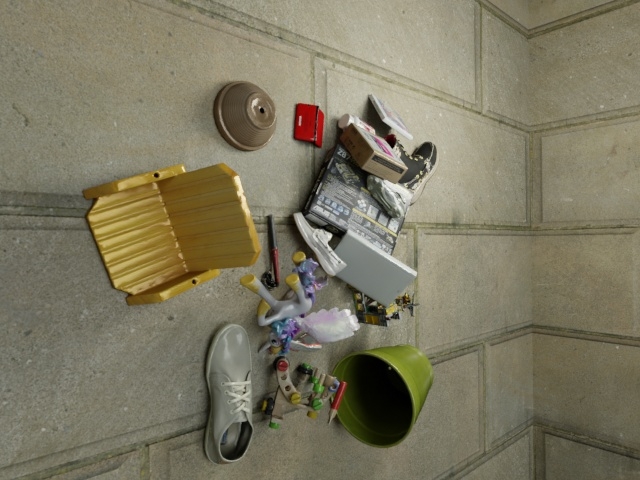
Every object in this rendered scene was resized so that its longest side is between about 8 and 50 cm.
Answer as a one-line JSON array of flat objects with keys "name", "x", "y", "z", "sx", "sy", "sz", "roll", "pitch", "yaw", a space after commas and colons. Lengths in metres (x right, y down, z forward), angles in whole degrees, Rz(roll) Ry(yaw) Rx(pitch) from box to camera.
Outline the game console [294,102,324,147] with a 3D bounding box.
[{"name": "game console", "x": -0.042, "y": -0.443, "z": 1.769, "sx": 0.124, "sy": 0.085, "sz": 0.143, "roll": 5, "pitch": 84, "yaw": -11}]

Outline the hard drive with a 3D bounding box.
[{"name": "hard drive", "x": 0.183, "y": 0.112, "z": 1.759, "sx": 0.308, "sy": 0.203, "sz": 0.040, "roll": 32, "pitch": 35, "yaw": -4}]

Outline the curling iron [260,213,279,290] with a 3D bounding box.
[{"name": "curling iron", "x": -0.174, "y": 0.043, "z": 1.624, "sx": 0.068, "sy": 0.035, "sz": 0.273, "roll": 4, "pitch": 87, "yaw": -43}]

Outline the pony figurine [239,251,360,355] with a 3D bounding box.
[{"name": "pony figurine", "x": -0.078, "y": 0.219, "z": 1.552, "sx": 0.351, "sy": 0.303, "sz": 0.363, "roll": -25, "pitch": 134, "yaw": -17}]

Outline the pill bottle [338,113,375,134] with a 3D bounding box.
[{"name": "pill bottle", "x": 0.148, "y": -0.462, "z": 1.895, "sx": 0.152, "sy": 0.086, "sz": 0.085, "roll": 24, "pitch": 74, "yaw": -40}]

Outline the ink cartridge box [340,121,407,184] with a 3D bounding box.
[{"name": "ink cartridge box", "x": 0.208, "y": -0.344, "z": 1.799, "sx": 0.193, "sy": 0.234, "sz": 0.088, "roll": 16, "pitch": 122, "yaw": -37}]

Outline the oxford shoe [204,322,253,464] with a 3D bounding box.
[{"name": "oxford shoe", "x": -0.277, "y": 0.492, "z": 1.461, "sx": 0.169, "sy": 0.130, "sz": 0.448, "roll": 8, "pitch": 82, "yaw": -41}]

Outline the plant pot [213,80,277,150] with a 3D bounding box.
[{"name": "plant pot", "x": -0.228, "y": -0.423, "z": 1.533, "sx": 0.238, "sy": 0.110, "sz": 0.237, "roll": 0, "pitch": 90, "yaw": -42}]

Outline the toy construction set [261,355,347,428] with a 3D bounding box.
[{"name": "toy construction set", "x": -0.058, "y": 0.553, "z": 1.563, "sx": 0.258, "sy": 0.309, "sz": 0.237, "roll": 29, "pitch": 75, "yaw": -30}]

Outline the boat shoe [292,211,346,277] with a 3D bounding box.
[{"name": "boat shoe", "x": 0.000, "y": 0.000, "z": 1.698, "sx": 0.096, "sy": 0.098, "sz": 0.277, "roll": -33, "pitch": 97, "yaw": 5}]

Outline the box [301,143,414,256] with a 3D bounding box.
[{"name": "box", "x": 0.155, "y": -0.147, "z": 1.816, "sx": 0.395, "sy": 0.097, "sz": 0.318, "roll": 29, "pitch": 71, "yaw": -19}]

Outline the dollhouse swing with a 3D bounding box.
[{"name": "dollhouse swing", "x": -0.396, "y": -0.020, "z": 1.241, "sx": 0.315, "sy": 0.305, "sz": 0.346, "roll": -26, "pitch": 108, "yaw": -40}]

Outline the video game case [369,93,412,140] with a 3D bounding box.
[{"name": "video game case", "x": 0.312, "y": -0.544, "z": 2.019, "sx": 0.201, "sy": 0.023, "sz": 0.183, "roll": 22, "pitch": 37, "yaw": -40}]

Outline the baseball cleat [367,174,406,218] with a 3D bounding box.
[{"name": "baseball cleat", "x": 0.262, "y": -0.182, "z": 1.795, "sx": 0.205, "sy": 0.072, "sz": 0.109, "roll": 55, "pitch": 45, "yaw": -8}]

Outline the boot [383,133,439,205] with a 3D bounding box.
[{"name": "boot", "x": 0.390, "y": -0.375, "z": 2.090, "sx": 0.284, "sy": 0.138, "sz": 0.377, "roll": 44, "pitch": 67, "yaw": -33}]

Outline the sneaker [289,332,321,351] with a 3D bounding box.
[{"name": "sneaker", "x": -0.065, "y": 0.378, "z": 1.718, "sx": 0.158, "sy": 0.061, "sz": 0.064, "roll": 20, "pitch": 49, "yaw": -42}]

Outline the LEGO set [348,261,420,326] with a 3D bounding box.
[{"name": "LEGO set", "x": 0.292, "y": 0.226, "z": 1.943, "sx": 0.332, "sy": 0.192, "sz": 0.254, "roll": -8, "pitch": 95, "yaw": -43}]

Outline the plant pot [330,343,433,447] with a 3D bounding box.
[{"name": "plant pot", "x": 0.286, "y": 0.582, "z": 1.858, "sx": 0.353, "sy": 0.367, "sz": 0.365, "roll": -9, "pitch": 96, "yaw": -54}]
